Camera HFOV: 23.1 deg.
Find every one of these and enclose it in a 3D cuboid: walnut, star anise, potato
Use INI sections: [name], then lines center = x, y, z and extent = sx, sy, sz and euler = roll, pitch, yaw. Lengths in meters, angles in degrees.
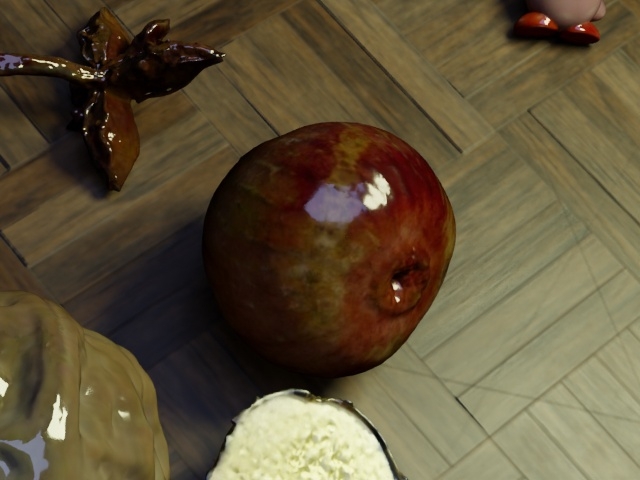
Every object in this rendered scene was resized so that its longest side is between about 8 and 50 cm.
[walnut]
center = -0.222, 0.149, 1.000
extent = 0.273, 0.227, 0.273
euler = 5, 55, -7
[star anise]
center = -0.185, -0.139, 1.228
extent = 0.158, 0.144, 0.140
euler = 36, 90, 42
[potato]
center = -0.022, 0.209, 1.096
extent = 0.164, 0.081, 0.200
euler = 12, 62, -14

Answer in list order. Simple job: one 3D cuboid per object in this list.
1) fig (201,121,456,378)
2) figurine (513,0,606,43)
[fig]
center = -0.001, 0.000, 1.164
extent = 0.205, 0.205, 0.205
euler = 5, 61, -9
[figurine]
center = 0.218, -0.216, 1.387
extent = 0.083, 0.067, 0.071
euler = 11, 79, -24
